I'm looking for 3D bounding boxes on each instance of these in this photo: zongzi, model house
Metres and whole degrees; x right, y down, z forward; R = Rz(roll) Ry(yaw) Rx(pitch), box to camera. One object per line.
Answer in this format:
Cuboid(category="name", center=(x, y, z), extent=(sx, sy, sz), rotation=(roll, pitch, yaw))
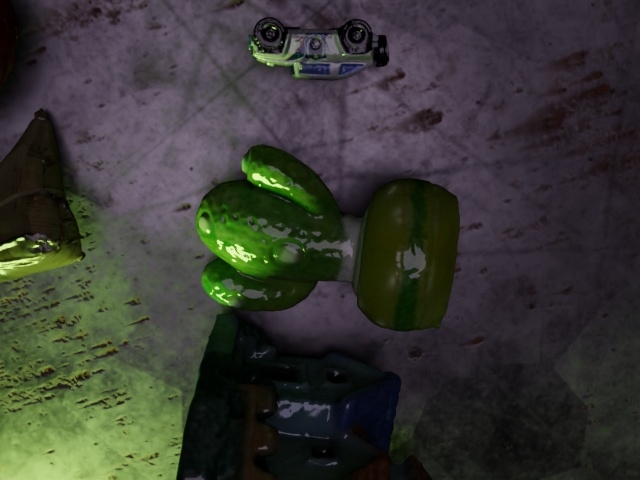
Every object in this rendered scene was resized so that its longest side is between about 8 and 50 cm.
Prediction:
Cuboid(category="zongzi", center=(-0.393, -0.047, 0.805), extent=(0.195, 0.099, 0.197), rotation=(-17, 78, 9))
Cuboid(category="model house", center=(0.006, 0.269, 0.787), extent=(0.330, 0.295, 0.251), rotation=(10, 104, -4))

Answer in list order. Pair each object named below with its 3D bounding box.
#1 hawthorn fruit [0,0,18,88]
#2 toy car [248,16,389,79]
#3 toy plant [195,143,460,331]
Cuboid(category="hawthorn fruit", center=(-0.426, -0.249, 0.709), extent=(0.181, 0.181, 0.235), rotation=(9, 106, -7))
Cuboid(category="toy car", center=(-0.002, -0.231, 0.799), extent=(0.171, 0.080, 0.070), rotation=(0, 103, -6))
Cuboid(category="toy plant", center=(0.000, 0.000, 0.807), extent=(0.316, 0.184, 0.224), rotation=(6, 119, 4))
